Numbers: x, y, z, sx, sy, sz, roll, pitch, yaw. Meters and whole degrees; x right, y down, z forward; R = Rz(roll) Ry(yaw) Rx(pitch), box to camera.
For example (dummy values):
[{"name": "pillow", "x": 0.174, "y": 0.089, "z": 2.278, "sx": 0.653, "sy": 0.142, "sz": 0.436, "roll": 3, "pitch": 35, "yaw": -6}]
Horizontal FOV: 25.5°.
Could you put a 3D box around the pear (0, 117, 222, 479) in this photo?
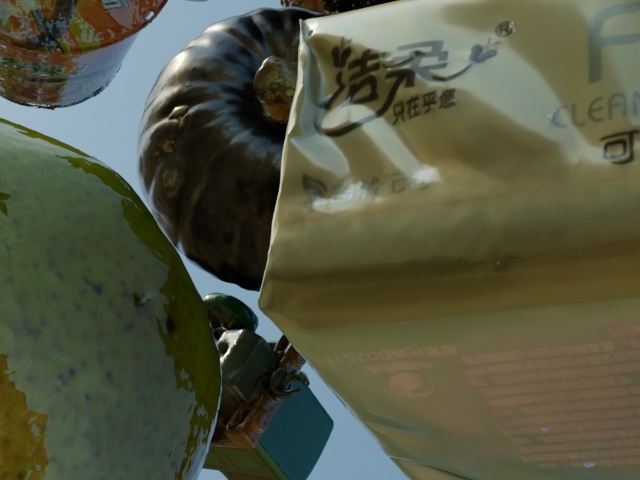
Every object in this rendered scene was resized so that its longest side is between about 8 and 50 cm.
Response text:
[{"name": "pear", "x": -0.134, "y": 0.050, "z": 0.455, "sx": 0.198, "sy": 0.198, "sz": 0.198, "roll": 22, "pitch": -53, "yaw": 33}]

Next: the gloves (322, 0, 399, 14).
[{"name": "gloves", "x": 0.091, "y": -0.194, "z": 0.918, "sx": 0.312, "sy": 0.135, "sz": 0.210, "roll": 37, "pitch": -48, "yaw": -6}]

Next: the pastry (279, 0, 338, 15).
[{"name": "pastry", "x": 0.047, "y": -0.269, "z": 1.640, "sx": 0.162, "sy": 0.311, "sz": 0.255, "roll": -29, "pitch": -112, "yaw": 23}]

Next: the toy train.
[{"name": "toy train", "x": -0.085, "y": 0.110, "z": 0.973, "sx": 0.228, "sy": 0.091, "sz": 0.136, "roll": -5, "pitch": -47, "yaw": 42}]

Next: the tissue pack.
[{"name": "tissue pack", "x": 0.221, "y": 0.011, "z": 0.715, "sx": 0.405, "sy": 0.205, "sz": 0.332, "roll": -9, "pitch": -33, "yaw": 22}]

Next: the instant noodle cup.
[{"name": "instant noodle cup", "x": -0.264, "y": -0.244, "z": 1.377, "sx": 0.230, "sy": 0.230, "sz": 0.182, "roll": 52, "pitch": -24, "yaw": 7}]

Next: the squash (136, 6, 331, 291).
[{"name": "squash", "x": -0.024, "y": -0.060, "z": 0.914, "sx": 0.193, "sy": 0.193, "sz": 0.156, "roll": 42, "pitch": -52, "yaw": 17}]
